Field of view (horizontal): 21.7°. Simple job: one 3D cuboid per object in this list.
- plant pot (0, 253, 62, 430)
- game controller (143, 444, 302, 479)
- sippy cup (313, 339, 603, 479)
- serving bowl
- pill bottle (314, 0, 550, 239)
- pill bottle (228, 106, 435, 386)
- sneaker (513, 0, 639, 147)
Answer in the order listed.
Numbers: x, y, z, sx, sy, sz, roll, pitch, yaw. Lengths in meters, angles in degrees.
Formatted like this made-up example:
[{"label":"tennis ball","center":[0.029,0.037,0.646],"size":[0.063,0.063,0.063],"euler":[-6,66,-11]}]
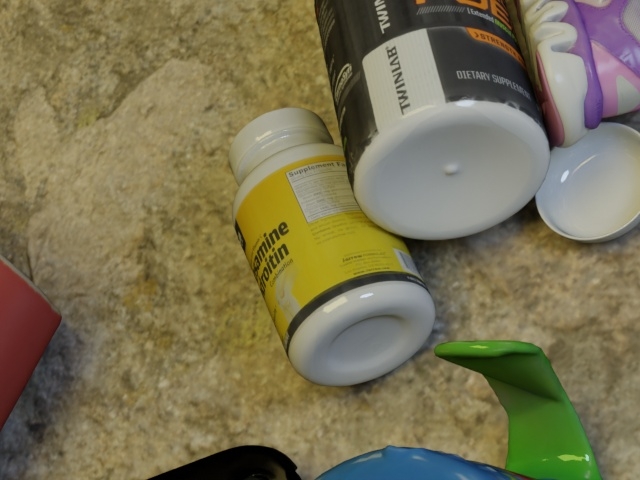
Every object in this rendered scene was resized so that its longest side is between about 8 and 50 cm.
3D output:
[{"label":"plant pot","center":[-0.340,0.086,1.222],"size":[0.275,0.275,0.243],"euler":[31,77,38]},{"label":"game controller","center":[-0.136,0.255,1.121],"size":[0.319,0.067,0.166],"euler":[-23,57,22]},{"label":"sippy cup","center":[0.078,0.219,0.905],"size":[0.240,0.224,0.305],"euler":[-37,54,13]},{"label":"serving bowl","center":[0.182,-0.034,1.084],"size":[0.083,0.027,0.083],"euler":[-14,62,27]},{"label":"pill bottle","center":[0.066,-0.129,1.128],"size":[0.130,0.130,0.245],"euler":[-28,47,18]},{"label":"pill bottle","center":[0.000,0.000,1.134],"size":[0.103,0.103,0.184],"euler":[-35,54,14]},{"label":"sneaker","center":[0.182,-0.166,1.114],"size":[0.105,0.095,0.236],"euler":[-12,51,6]}]
